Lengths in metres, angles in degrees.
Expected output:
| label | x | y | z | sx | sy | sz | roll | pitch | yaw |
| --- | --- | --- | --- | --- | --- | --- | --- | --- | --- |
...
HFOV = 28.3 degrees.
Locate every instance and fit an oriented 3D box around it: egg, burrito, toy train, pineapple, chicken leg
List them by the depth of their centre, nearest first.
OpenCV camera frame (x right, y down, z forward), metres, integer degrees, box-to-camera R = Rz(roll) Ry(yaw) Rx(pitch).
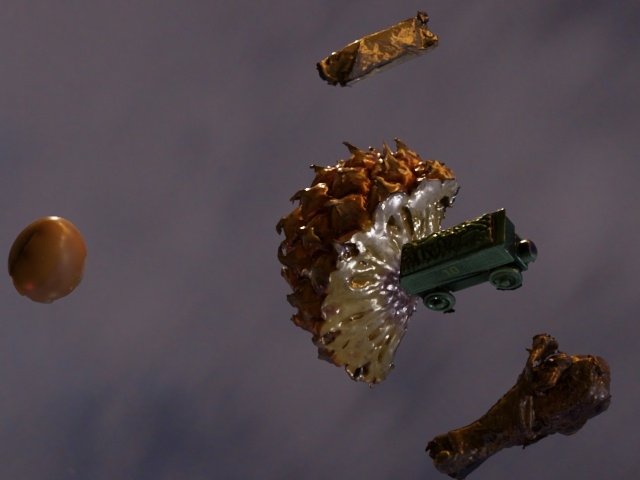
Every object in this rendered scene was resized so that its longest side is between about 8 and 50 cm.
| label | x | y | z | sx | sy | sz | roll | pitch | yaw |
| --- | --- | --- | --- | --- | --- | --- | --- | --- | --- |
| egg | -0.248 | 0.015 | 1.165 | 0.083 | 0.071 | 0.071 | -56 | -146 | 37 |
| chicken leg | 0.206 | 0.174 | 1.297 | 0.196 | 0.125 | 0.080 | -42 | -131 | 23 |
| toy train | 0.165 | 0.023 | 1.483 | 0.172 | 0.099 | 0.070 | -21 | -136 | 31 |
| burrito | 0.072 | -0.225 | 1.515 | 0.051 | 0.171 | 0.042 | 52 | -34 | 17 |
| pineapple | -0.001 | -0.001 | 1.751 | 0.286 | 0.209 | 0.344 | 41 | -62 | 51 |
